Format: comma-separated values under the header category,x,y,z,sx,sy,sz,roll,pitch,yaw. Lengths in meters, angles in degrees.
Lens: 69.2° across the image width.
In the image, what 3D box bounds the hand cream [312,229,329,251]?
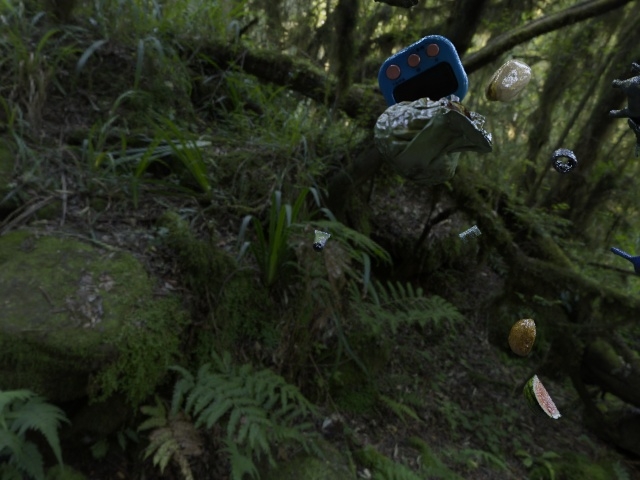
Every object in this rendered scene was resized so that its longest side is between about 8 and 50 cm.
category,x,y,z,sx,sy,sz,roll,pitch,yaw
hand cream,0.000,0.000,2.419,0.086,0.055,0.235,20,22,-2

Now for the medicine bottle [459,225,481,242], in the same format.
category,x,y,z,sx,sy,sz,roll,pitch,yaw
medicine bottle,0.661,-0.027,2.050,0.047,0.083,0.047,49,21,-26

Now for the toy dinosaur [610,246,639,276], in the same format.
category,x,y,z,sx,sy,sz,roll,pitch,yaw
toy dinosaur,0.854,0.047,1.243,0.248,0.075,0.188,28,21,-51

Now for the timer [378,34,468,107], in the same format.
category,x,y,z,sx,sy,sz,roll,pitch,yaw
timer,0.432,-0.671,1.968,0.340,0.309,0.115,-23,9,24

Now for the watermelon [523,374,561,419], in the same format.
category,x,y,z,sx,sy,sz,roll,pitch,yaw
watermelon,0.790,0.581,1.679,0.163,0.087,0.069,63,12,19

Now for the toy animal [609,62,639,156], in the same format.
category,x,y,z,sx,sy,sz,roll,pitch,yaw
toy animal,0.858,-0.343,1.255,0.082,0.269,0.137,-16,23,8

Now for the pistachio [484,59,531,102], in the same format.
category,x,y,z,sx,sy,sz,roll,pitch,yaw
pistachio,0.702,-0.604,1.753,0.201,0.145,0.117,-30,35,-15

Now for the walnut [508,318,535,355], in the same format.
category,x,y,z,sx,sy,sz,roll,pitch,yaw
walnut,0.597,0.288,1.389,0.052,0.121,0.091,9,17,0

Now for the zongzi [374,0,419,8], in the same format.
category,x,y,z,sx,sy,sz,roll,pitch,yaw
zongzi,0.331,-0.979,1.738,0.221,0.242,0.112,44,-5,36

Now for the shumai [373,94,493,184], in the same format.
category,x,y,z,sx,sy,sz,roll,pitch,yaw
shumai,0.355,-0.323,1.433,0.330,0.291,0.288,11,6,-18

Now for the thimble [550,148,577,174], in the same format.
category,x,y,z,sx,sy,sz,roll,pitch,yaw
thimble,1.072,-0.350,2.042,0.095,0.104,0.066,-22,25,31
